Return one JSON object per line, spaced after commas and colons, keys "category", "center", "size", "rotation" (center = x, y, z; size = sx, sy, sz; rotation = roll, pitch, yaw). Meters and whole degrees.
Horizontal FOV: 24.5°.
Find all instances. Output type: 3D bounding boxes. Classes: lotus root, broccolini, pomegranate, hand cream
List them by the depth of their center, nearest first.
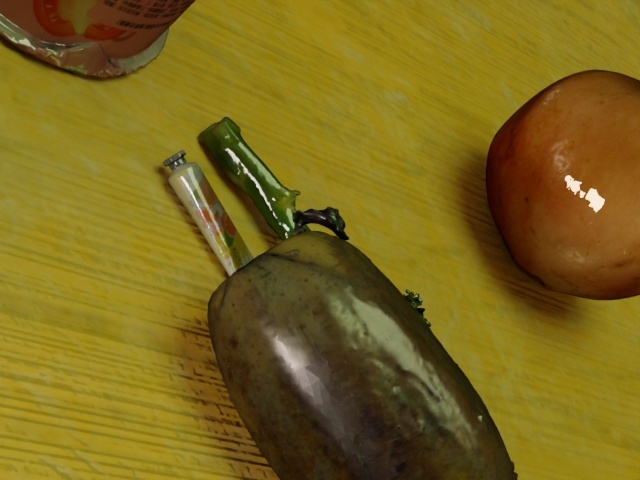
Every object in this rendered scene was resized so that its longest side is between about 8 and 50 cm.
{"category": "lotus root", "center": [0.026, 0.102, 0.875], "size": [0.241, 0.124, 0.123], "rotation": [53, 15, 0]}
{"category": "hand cream", "center": [-0.068, -0.012, 0.954], "size": [0.102, 0.022, 0.035], "rotation": [58, 25, -6]}
{"category": "broccolini", "center": [0.000, 0.000, 1.002], "size": [0.216, 0.058, 0.067], "rotation": [56, 33, 0]}
{"category": "pomegranate", "center": [0.240, -0.049, 1.265], "size": [0.209, 0.209, 0.209], "rotation": [35, 36, -32]}

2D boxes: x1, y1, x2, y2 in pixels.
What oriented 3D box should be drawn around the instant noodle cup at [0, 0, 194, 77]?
{"category": "instant noodle cup", "center": [-0.114, -0.261, 0.918], "size": [0.243, 0.231, 0.243], "rotation": [34, 38, -32]}
